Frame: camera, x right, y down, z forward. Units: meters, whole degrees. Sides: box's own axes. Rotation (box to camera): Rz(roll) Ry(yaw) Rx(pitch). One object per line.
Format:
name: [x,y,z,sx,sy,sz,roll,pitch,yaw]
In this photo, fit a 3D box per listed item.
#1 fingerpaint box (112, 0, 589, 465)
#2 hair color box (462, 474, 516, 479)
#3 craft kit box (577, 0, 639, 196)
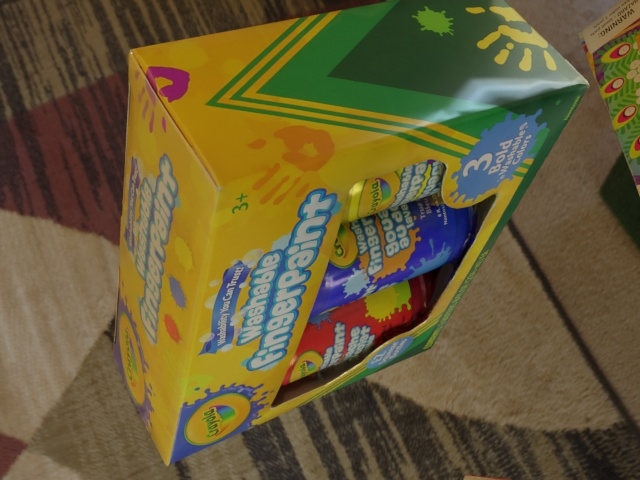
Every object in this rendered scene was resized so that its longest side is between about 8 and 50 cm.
fingerpaint box: [0.000,0.000,0.834,0.371,0.445,0.163,-18,58,-29]
hair color box: [0.129,0.203,0.566,0.043,0.141,0.072,36,69,-6]
craft kit box: [0.262,-0.097,0.397,0.250,0.061,0.246,-38,36,32]
